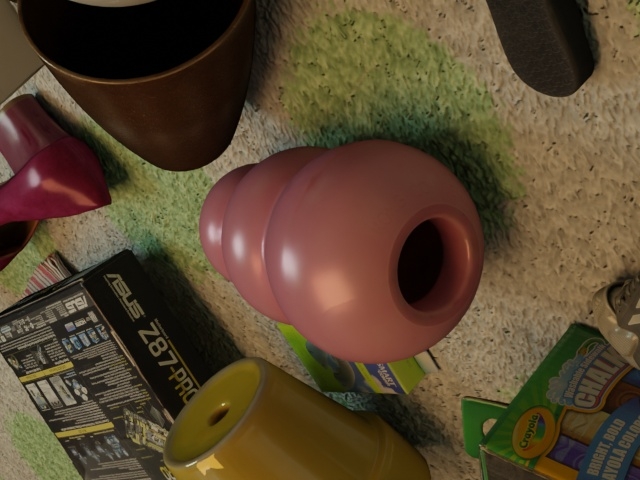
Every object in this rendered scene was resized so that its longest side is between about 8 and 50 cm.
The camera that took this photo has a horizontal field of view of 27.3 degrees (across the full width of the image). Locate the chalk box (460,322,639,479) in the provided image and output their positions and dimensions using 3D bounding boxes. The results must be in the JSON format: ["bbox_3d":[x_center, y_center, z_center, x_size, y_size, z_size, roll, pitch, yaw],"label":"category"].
[{"bbox_3d":[0.265,0.215,1.230,0.289,0.179,0.180,23,142,32],"label":"chalk box"}]

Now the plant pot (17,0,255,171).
[{"bbox_3d":[-0.152,-0.171,1.267,0.215,0.215,0.230,30,158,22],"label":"plant pot"}]

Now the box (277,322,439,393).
[{"bbox_3d":[0.041,0.123,1.498,0.178,0.042,0.109,-8,121,52],"label":"box"}]

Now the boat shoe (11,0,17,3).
[{"bbox_3d":[-0.386,-0.387,1.338,0.110,0.122,0.341,8,133,42],"label":"boat shoe"}]

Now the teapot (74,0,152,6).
[{"bbox_3d":[-0.155,-0.312,1.116,0.252,0.187,0.256,-24,87,18],"label":"teapot"}]

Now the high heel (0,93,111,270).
[{"bbox_3d":[-0.382,-0.013,1.726,0.181,0.127,0.377,49,145,13],"label":"high heel"}]

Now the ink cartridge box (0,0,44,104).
[{"bbox_3d":[-0.453,-0.273,1.364,0.306,0.131,0.226,33,162,35],"label":"ink cartridge box"}]

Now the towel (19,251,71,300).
[{"bbox_3d":[-0.373,0.104,1.949,0.144,0.029,0.197,45,149,-1],"label":"towel"}]

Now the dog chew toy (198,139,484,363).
[{"bbox_3d":[0.000,0.000,1.277,0.331,0.206,0.207,12,135,52],"label":"dog chew toy"}]

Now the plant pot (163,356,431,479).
[{"bbox_3d":[-0.042,0.268,1.520,0.239,0.254,0.254,46,149,-20],"label":"plant pot"}]

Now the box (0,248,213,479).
[{"bbox_3d":[-0.286,0.197,1.803,0.395,0.097,0.318,-22,100,56],"label":"box"}]

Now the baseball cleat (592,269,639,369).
[{"bbox_3d":[0.278,0.044,1.125,0.109,0.072,0.206,25,139,38],"label":"baseball cleat"}]

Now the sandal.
[{"bbox_3d":[0.155,-0.222,0.998,0.097,0.054,0.254,27,153,38],"label":"sandal"}]
